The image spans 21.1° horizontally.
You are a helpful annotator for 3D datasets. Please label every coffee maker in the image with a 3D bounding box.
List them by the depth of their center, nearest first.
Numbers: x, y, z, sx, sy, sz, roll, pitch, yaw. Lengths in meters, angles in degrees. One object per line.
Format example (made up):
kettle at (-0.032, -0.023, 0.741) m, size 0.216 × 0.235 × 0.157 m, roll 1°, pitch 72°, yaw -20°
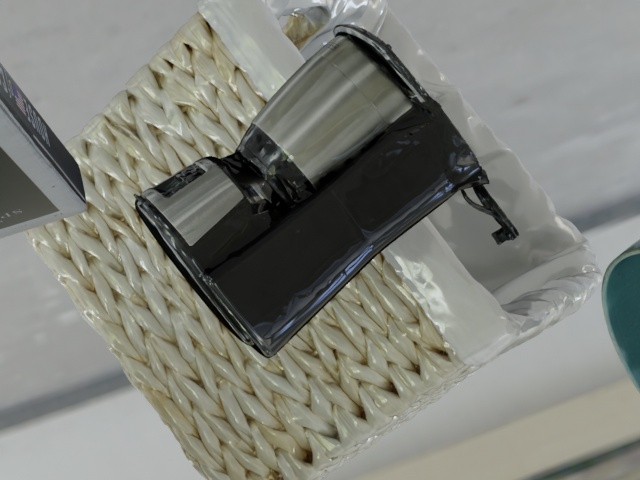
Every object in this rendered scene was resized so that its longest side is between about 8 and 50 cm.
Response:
coffee maker at (0.004, -0.014, 1.037) m, size 0.178 × 0.171 × 0.120 m, roll -42°, pitch 176°, yaw -6°

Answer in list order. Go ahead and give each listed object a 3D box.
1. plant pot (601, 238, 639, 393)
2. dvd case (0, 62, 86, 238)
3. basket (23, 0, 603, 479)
plant pot at (0.372, 0.062, 1.214) m, size 0.195 × 0.290 × 0.290 m, roll -40°, pitch 172°, yaw -17°
dvd case at (-0.183, -0.021, 0.540) m, size 0.179 × 0.030 × 0.239 m, roll -18°, pitch 166°, yaw 0°
basket at (0.000, 0.000, 1.326) m, size 0.266 × 0.331 × 0.328 m, roll -42°, pitch 171°, yaw 20°
